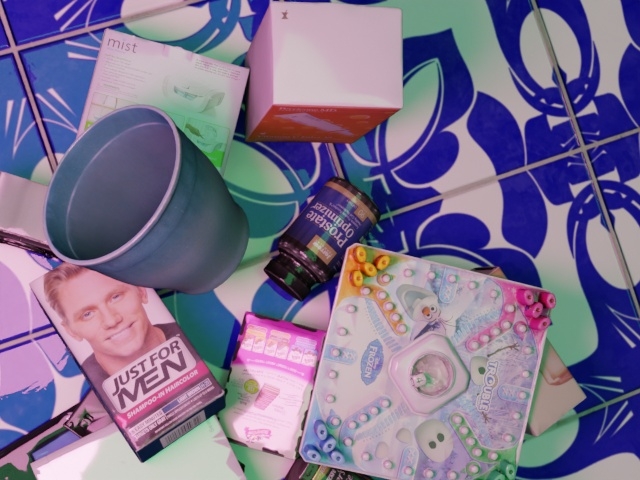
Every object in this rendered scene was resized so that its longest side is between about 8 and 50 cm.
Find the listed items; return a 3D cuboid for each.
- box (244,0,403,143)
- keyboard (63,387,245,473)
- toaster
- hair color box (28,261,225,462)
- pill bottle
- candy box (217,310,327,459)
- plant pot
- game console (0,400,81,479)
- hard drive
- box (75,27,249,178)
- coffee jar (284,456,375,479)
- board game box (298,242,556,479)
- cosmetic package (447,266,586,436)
[{"bbox_3d":[-0.007,-0.277,1.623,0.215,0.345,0.168,0,86,-11],"label":"box"},{"bbox_3d":[-0.304,0.393,1.626,0.317,0.033,0.201,35,73,-1],"label":"keyboard"},{"bbox_3d":[-0.498,-0.037,1.597,0.186,0.168,0.110,18,80,-11],"label":"toaster"},{"bbox_3d":[-0.326,0.178,1.585,0.174,0.105,0.347,-33,72,-17],"label":"hair color box"},{"bbox_3d":[0.000,0.000,1.719,0.123,0.123,0.219,41,79,-7],"label":"pill bottle"},{"bbox_3d":[-0.085,0.260,1.686,0.159,0.071,0.233,14,82,11],"label":"candy box"},{"bbox_3d":[-0.257,-0.037,1.514,0.255,0.272,0.271,39,76,-49],"label":"plant pot"},{"bbox_3d":[-0.359,0.444,1.646,0.387,0.060,0.342,-31,93,-13],"label":"game console"},{"bbox_3d":[-0.302,0.397,1.589,0.308,0.040,0.203,-25,83,-15],"label":"hard drive"},{"bbox_3d":[-0.283,-0.224,1.673,0.262,0.127,0.231,13,83,-11],"label":"box"},{"bbox_3d":[0.030,0.450,1.716,0.184,0.079,0.096,33,80,-7],"label":"coffee jar"},{"bbox_3d":[0.194,0.235,1.639,0.390,0.050,0.389,14,86,-7],"label":"board game box"},{"bbox_3d":[0.345,0.204,1.763,0.129,0.153,0.296,-34,95,-11],"label":"cosmetic package"}]
